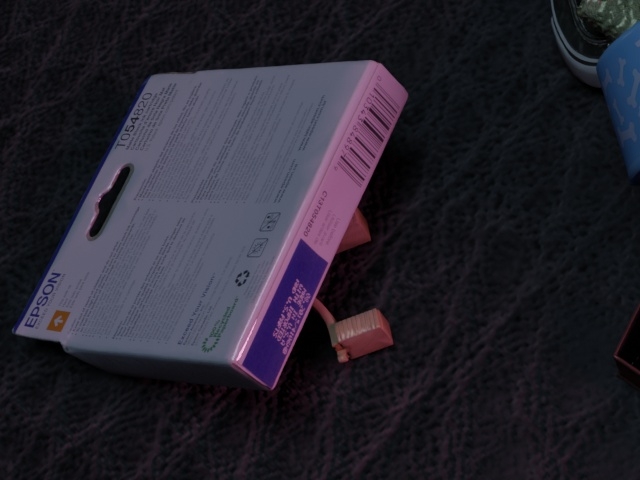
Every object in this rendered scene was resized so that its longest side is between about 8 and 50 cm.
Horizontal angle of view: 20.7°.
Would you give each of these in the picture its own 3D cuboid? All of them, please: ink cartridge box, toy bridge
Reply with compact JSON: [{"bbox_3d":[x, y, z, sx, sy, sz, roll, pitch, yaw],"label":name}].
[{"bbox_3d":[-0.074,-0.014,1.139,0.224,0.045,0.223,4,61,45],"label":"ink cartridge box"},{"bbox_3d":[0.000,0.000,1.129,0.063,0.026,0.188,-21,52,14],"label":"toy bridge"}]

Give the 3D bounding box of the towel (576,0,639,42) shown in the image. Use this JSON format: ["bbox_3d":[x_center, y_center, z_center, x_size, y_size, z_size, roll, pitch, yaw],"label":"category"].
[{"bbox_3d":[0.236,-0.167,1.100,0.110,0.027,0.148,38,73,0],"label":"towel"}]

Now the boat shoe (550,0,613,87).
[{"bbox_3d":[0.182,-0.200,1.154,0.077,0.070,0.219,-10,54,18],"label":"boat shoe"}]

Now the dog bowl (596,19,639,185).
[{"bbox_3d":[0.290,-0.134,0.990,0.297,0.166,0.074,-28,80,4],"label":"dog bowl"}]

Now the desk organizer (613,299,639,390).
[{"bbox_3d":[0.219,0.079,0.959,0.047,0.050,0.130,-46,52,-10],"label":"desk organizer"}]
